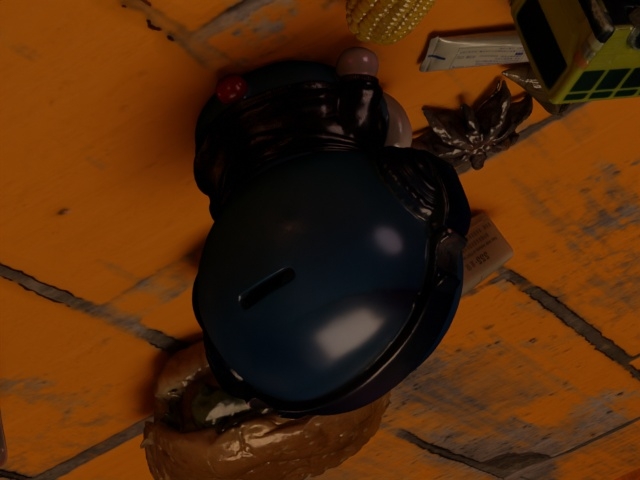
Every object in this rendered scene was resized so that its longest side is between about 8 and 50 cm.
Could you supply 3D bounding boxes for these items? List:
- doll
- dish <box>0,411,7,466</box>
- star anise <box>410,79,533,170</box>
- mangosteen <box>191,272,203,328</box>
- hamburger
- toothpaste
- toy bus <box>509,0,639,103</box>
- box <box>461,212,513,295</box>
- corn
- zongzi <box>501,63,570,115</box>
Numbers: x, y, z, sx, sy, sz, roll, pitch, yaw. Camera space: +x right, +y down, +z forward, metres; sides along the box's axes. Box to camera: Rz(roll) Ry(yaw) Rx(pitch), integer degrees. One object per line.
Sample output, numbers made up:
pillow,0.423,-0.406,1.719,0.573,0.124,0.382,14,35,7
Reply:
doll,0.000,0.000,1.353,0.284,0.310,0.240,-35,149,27
dish,-0.426,0.192,1.681,0.151,0.077,0.212,-12,153,-14
star anise,0.157,-0.108,1.567,0.141,0.042,0.141,-16,155,-8
mangosteen,-0.069,0.057,1.644,0.137,0.137,0.151,-19,-171,-3
hamburger,-0.089,0.202,1.856,0.330,0.162,0.209,-20,156,10
toothpaste,0.199,-0.185,1.460,0.218,0.033,0.052,-8,151,-19
toy bus,0.318,-0.208,1.390,0.262,0.128,0.150,-7,152,-24
box,0.094,0.066,1.714,0.168,0.071,0.259,-39,176,34
corn,0.080,-0.232,1.236,0.067,0.067,0.206,-4,147,-32
zongzi,0.214,-0.150,1.537,0.083,0.040,0.076,-4,159,-7
